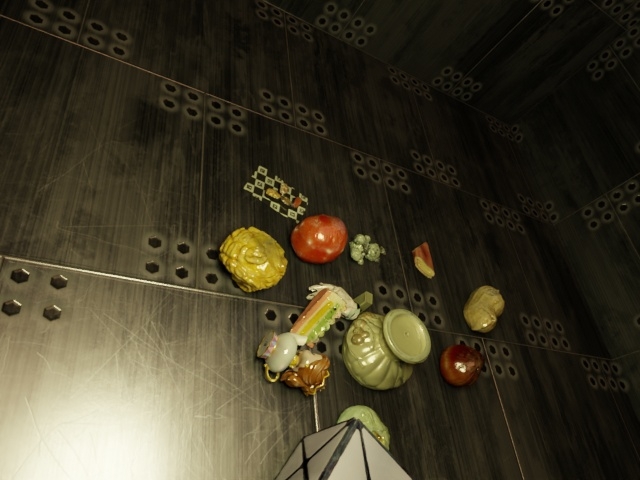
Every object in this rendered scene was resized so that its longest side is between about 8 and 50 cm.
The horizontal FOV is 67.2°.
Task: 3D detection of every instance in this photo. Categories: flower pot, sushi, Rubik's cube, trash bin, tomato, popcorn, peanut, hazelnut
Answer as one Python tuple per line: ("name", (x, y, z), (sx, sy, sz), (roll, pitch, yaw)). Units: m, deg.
("flower pot", (0.257, 0.396, 1.830), (0.308, 0.244, 0.307), (21, 48, -25))
("sushi", (-0.173, -0.208, 2.084), (0.280, 0.043, 0.192), (35, 44, -12))
("Rubik's cube", (0.049, 0.748, 1.377), (0.307, 0.305, 0.310), (49, 41, -1))
("trash bin", (0.172, 0.253, 1.975), (0.043, 0.092, 0.060), (25, 47, -19))
("tomato", (0.002, -0.001, 1.947), (0.232, 0.232, 0.188), (2, 73, -37))
("popcorn", (-0.237, 0.074, 1.734), (0.250, 0.190, 0.250), (28, 34, -21))
("peanut", (0.791, 0.338, 2.345), (0.174, 0.158, 0.340), (20, 39, 29))
("hazelnut", (0.608, 0.527, 2.057), (0.204, 0.178, 0.177), (1, 59, -37))

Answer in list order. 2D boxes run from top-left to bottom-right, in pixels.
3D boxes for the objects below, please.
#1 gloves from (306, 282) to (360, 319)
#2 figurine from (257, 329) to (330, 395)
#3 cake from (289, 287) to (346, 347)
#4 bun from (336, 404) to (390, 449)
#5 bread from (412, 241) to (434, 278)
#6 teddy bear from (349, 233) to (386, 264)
("gloves", (0.051, 0.230, 1.895), (0.212, 0.111, 0.127), (35, 49, -23))
("figurine", (-0.081, 0.415, 1.635), (0.264, 0.142, 0.189), (35, 76, -14))
("cake", (-0.008, 0.282, 1.791), (0.109, 0.225, 0.090), (41, 0, -13))
("bun", (0.153, 0.667, 1.637), (0.204, 0.126, 0.212), (-28, 78, -47))
("bread", (0.497, 0.083, 2.368), (0.119, 0.067, 0.192), (23, 49, -34))
("teddy bear", (0.189, 0.040, 2.149), (0.111, 0.133, 0.213), (23, 3, 39))
